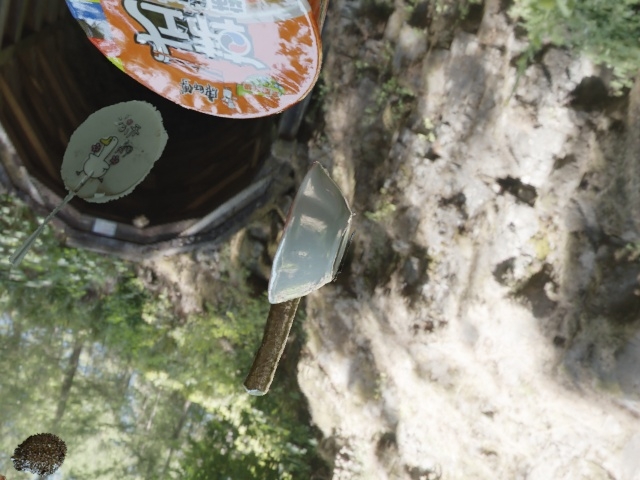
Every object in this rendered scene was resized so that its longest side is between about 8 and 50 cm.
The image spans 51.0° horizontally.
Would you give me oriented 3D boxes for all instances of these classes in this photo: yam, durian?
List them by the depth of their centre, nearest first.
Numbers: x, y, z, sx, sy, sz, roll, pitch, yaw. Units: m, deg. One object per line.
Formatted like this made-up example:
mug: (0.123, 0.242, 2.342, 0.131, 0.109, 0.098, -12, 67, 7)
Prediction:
durian: (-0.463, 0.353, 1.102, 0.080, 0.080, 0.091, 33, -169, 35)
yam: (-0.100, 0.200, 1.493, 0.066, 0.299, 0.066, 16, 156, 7)

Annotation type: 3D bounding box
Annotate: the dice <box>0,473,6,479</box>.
dice: (-0.820, 0.549, 1.461, 0.174, 0.175, 0.179, 11, -122, 31)

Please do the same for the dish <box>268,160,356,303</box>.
dish: (0.000, 0.000, 0.973, 0.081, 0.229, 0.229, 19, -160, 8)

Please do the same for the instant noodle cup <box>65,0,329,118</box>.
instant noodle cup: (-0.093, -0.272, 0.645, 0.251, 0.250, 0.192, 18, -117, -1)

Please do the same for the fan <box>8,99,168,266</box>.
fan: (-0.467, -0.114, 1.320, 0.233, 0.414, 0.012, 37, 173, 30)
